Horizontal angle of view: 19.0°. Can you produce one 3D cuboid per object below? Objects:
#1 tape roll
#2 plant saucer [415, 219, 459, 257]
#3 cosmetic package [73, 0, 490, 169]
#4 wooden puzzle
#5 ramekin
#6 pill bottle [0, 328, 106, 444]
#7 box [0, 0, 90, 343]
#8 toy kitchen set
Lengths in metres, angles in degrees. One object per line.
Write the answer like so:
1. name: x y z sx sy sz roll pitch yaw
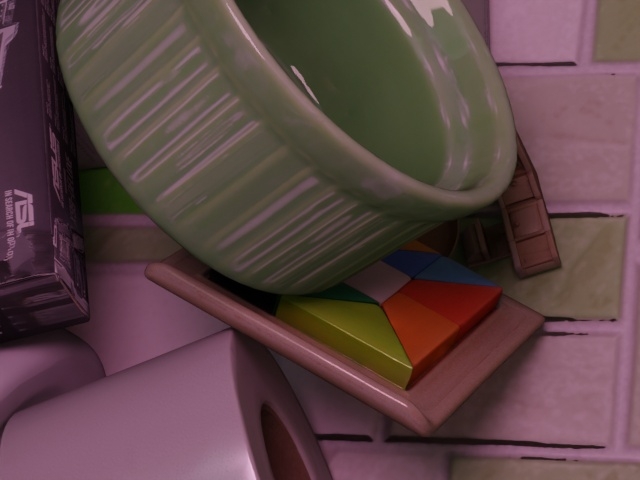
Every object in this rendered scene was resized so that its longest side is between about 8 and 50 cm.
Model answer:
1. tape roll: -0.087 0.198 1.282 0.169 0.246 0.246 -21 61 8
2. plant saucer: 0.066 -0.006 1.453 0.083 0.015 0.083 -4 72 14
3. cosmetic package: -0.064 -0.195 1.511 0.385 0.156 0.217 -4 65 16
4. wooden puzzle: 0.026 0.033 1.322 0.221 0.239 0.044 29 115 16
5. ramekin: -0.026 -0.111 1.243 0.148 0.303 0.303 -37 57 29
6. pill bottle: -0.340 0.092 1.450 0.334 0.188 0.188 27 77 28
7. box: -0.299 -0.057 1.370 0.243 0.076 0.307 -13 57 8
8. toy kitchen set: 0.129 -0.022 1.408 0.068 0.075 0.083 -18 57 11
